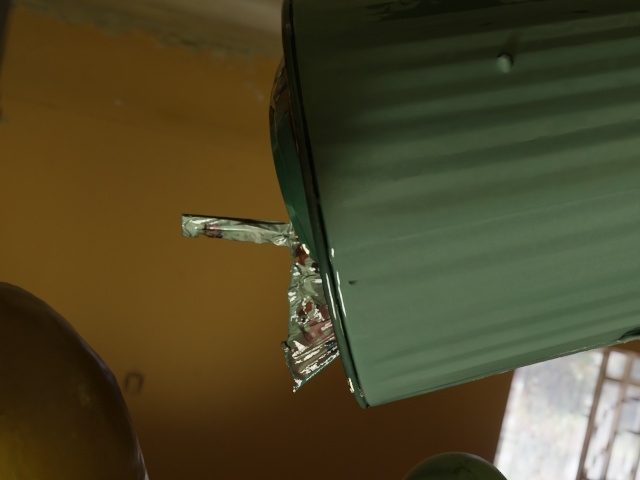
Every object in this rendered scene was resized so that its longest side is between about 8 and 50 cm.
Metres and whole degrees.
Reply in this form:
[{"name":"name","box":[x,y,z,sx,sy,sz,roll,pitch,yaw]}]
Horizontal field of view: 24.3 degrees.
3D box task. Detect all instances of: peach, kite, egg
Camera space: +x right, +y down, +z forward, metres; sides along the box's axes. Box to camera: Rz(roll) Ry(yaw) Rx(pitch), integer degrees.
[{"name":"peach","box":[-0.194,0.136,0.823,0.153,0.251,0.251,-26,-155,-34]},{"name":"kite","box":[0.000,0.000,1.807,0.368,0.406,0.014,5,-165,16]},{"name":"egg","box":[0.162,0.349,1.795,0.168,0.168,0.231,13,142,14]}]

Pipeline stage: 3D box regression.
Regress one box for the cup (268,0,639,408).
[{"name":"cup","box":[0.166,-0.088,1.127,0.392,0.310,0.401,-10,-138,4]}]
